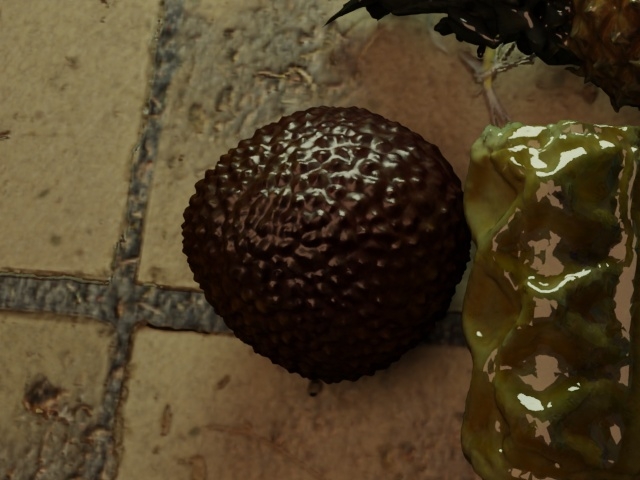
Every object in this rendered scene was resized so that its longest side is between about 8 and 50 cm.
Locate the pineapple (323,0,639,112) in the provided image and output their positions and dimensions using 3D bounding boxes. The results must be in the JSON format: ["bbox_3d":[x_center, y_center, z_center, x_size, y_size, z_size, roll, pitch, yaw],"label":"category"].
[{"bbox_3d":[0.151,-0.175,1.292,0.364,0.165,0.166,16,82,24],"label":"pineapple"}]

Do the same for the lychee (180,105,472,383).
[{"bbox_3d":[0.005,-0.003,1.294,0.194,0.194,0.194,-5,75,18],"label":"lychee"}]

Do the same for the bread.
[{"bbox_3d":[0.162,0.053,1.239,0.152,0.130,0.268,4,83,-16],"label":"bread"}]
